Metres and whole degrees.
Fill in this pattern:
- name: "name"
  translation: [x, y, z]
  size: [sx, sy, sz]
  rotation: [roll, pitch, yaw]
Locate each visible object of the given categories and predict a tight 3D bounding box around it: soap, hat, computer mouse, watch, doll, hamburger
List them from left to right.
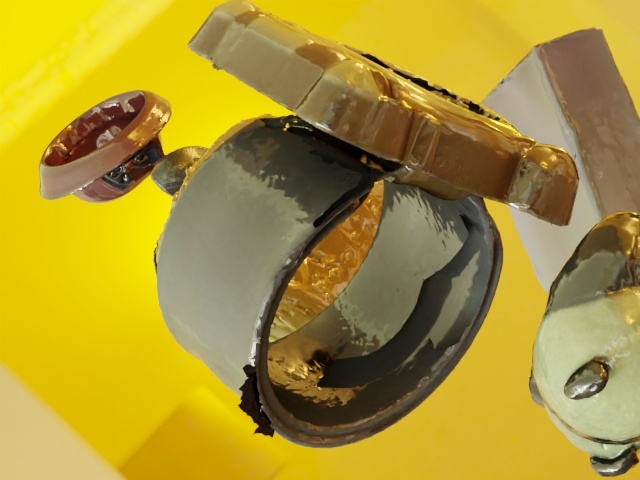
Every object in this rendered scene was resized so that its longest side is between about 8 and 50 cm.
- name: "hat"
  translation: [-0.255, -0.102, 1.901]
  size: [0.205, 0.089, 0.205]
  rotation: [-27, 25, 14]
- name: "computer mouse"
  translation: [-0.186, -0.105, 2.293]
  size: [0.135, 0.079, 0.047]
  rotation: [-6, -24, -33]
- name: "hamburger"
  translation: [-0.037, 0.002, 1.675]
  size: [0.144, 0.259, 0.283]
  rotation: [-38, 26, 53]
- name: "watch"
  translation: [0.000, 0.000, 1.350]
  size: [0.335, 0.314, 0.327]
  rotation: [15, -76, -49]
- name: "soap"
  translation: [0.315, -0.090, 1.981]
  size: [0.107, 0.285, 0.296]
  rotation: [-18, -6, -12]
- name: "doll"
  translation: [0.213, 0.082, 1.111]
  size: [0.135, 0.143, 0.234]
  rotation: [-41, -15, -6]
